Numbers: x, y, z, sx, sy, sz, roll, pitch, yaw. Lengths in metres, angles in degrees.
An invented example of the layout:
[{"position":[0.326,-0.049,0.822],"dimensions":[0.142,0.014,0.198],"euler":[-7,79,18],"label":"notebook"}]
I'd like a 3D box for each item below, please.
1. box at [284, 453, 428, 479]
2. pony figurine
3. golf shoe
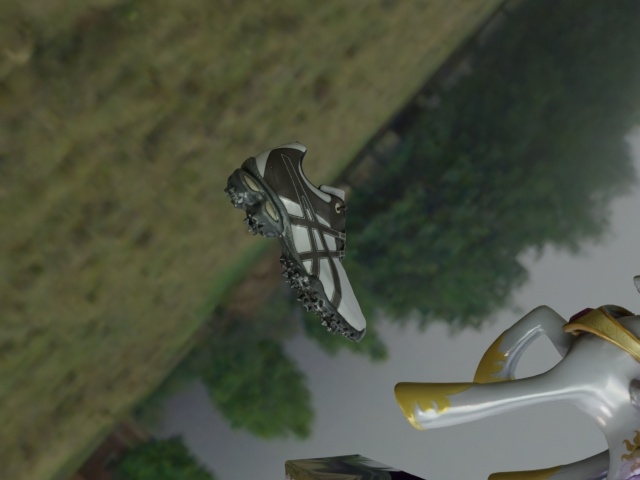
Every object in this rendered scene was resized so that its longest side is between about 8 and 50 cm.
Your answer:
[{"position":[0.026,0.234,0.885],"dimensions":[0.057,0.201,0.293],"euler":[-3,175,-8],"label":"box"},{"position":[0.298,0.173,1.384],"dimensions":[0.363,0.351,0.303],"euler":[-34,169,24],"label":"pony figurine"},{"position":[0.000,0.000,1.397],"dimensions":[0.094,0.198,0.077],"euler":[-36,-167,-13],"label":"golf shoe"}]
